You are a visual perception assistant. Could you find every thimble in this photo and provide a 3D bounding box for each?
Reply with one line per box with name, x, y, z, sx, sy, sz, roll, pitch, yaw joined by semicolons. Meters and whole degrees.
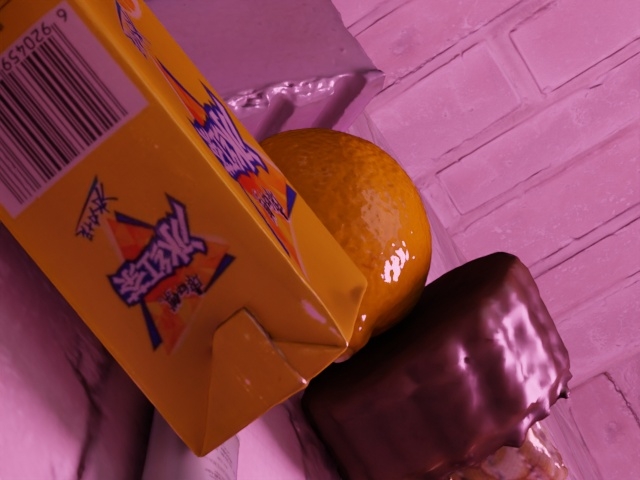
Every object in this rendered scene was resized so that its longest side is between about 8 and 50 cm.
thimble;0.156;0.205;0.983;0.190;0.144;0.137;60;12;6

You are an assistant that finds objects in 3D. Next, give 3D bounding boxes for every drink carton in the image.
drink carton;-0.122;-0.066;0.521;0.351;0.111;0.154;51;11;-3

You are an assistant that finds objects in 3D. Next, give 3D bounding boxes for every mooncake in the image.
mooncake;0.099;0.117;0.776;0.124;0.228;0.228;56;12;-4

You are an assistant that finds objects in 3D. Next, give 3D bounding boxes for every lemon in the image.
lemon;0.000;0.000;0.769;0.187;0.187;0.244;51;14;-33

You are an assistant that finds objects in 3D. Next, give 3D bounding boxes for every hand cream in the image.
hand cream;-0.070;0.130;0.493;0.078;0.050;0.205;50;9;-16

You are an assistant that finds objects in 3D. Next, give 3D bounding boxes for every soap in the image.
soap;-0.109;-0.133;1.006;0.159;0.258;0.302;61;-32;15

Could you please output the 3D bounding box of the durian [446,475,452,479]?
durian;0.110;0.294;0.759;0.355;0.158;0.169;-7;101;-77
